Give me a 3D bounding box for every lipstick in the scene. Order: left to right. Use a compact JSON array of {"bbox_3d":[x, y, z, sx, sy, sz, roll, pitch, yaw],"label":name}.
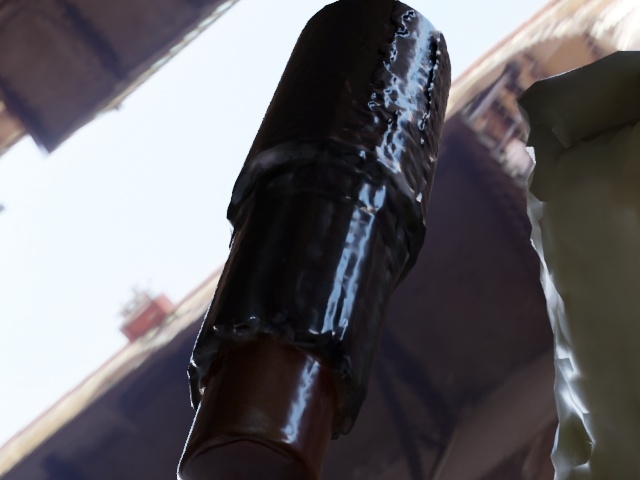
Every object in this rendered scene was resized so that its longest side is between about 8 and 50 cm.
[{"bbox_3d":[0.000,0.000,0.783,0.081,0.300,0.081,5,-56,8],"label":"lipstick"}]

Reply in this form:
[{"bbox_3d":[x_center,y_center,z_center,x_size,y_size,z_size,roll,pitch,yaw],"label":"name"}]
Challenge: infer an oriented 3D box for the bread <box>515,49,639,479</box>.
[{"bbox_3d":[0.288,0.075,0.403,0.390,0.371,0.279,-9,-84,-26],"label":"bread"}]
